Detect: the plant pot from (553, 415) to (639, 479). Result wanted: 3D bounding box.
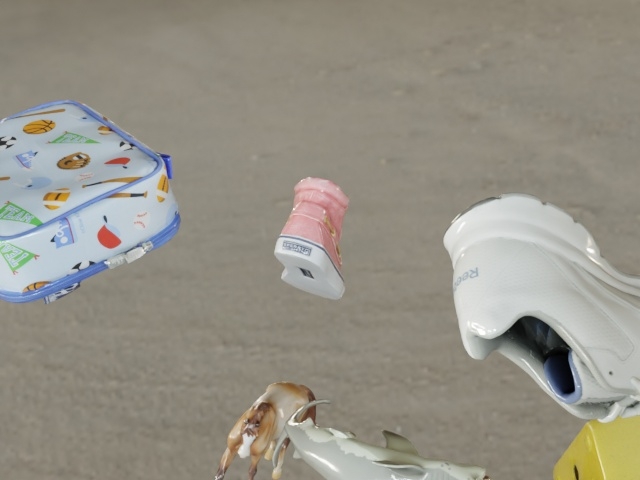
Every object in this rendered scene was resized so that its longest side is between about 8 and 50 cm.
[{"bbox_3d":[0.325,0.235,1.111,0.187,0.212,0.212,-6,63,-8],"label":"plant pot"}]

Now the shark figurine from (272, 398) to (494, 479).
[{"bbox_3d":[0.029,0.242,1.250,0.278,0.116,0.166,14,2,35],"label":"shark figurine"}]

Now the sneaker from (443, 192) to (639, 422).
[{"bbox_3d":[0.217,0.080,0.894,0.297,0.111,0.129,21,48,-9],"label":"sneaker"}]

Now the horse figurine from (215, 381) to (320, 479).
[{"bbox_3d":[-0.067,0.256,1.669,0.066,0.174,0.263,25,24,20],"label":"horse figurine"}]

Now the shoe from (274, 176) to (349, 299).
[{"bbox_3d":[0.000,0.000,1.196,0.064,0.081,0.178,17,-13,11],"label":"shoe"}]

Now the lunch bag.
[{"bbox_3d":[-0.302,-0.052,1.431,0.243,0.115,0.303,-26,36,-24],"label":"lunch bag"}]
